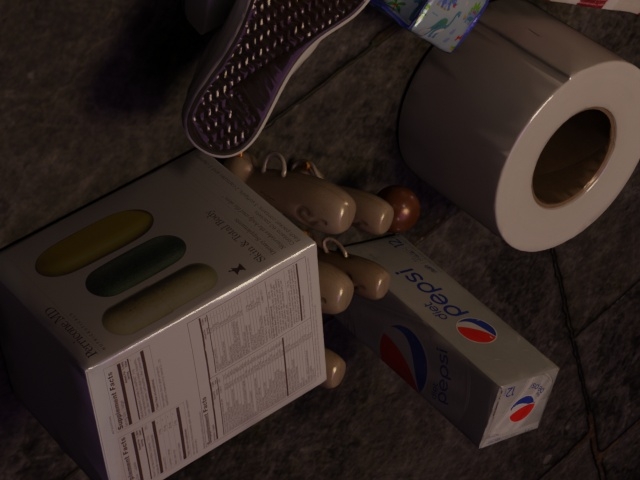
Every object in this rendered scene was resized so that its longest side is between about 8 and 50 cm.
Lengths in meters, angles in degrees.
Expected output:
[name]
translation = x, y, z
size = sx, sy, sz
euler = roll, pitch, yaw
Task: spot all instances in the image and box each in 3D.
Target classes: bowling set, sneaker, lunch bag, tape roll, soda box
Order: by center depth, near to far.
[sneaker]
translation = -0.039, -0.216, 1.588
size = 0.106, 0.123, 0.290
euler = 37, 98, -16
[lunch bag]
translation = 0.130, -0.281, 1.751
size = 0.151, 0.096, 0.129
euler = -57, 156, 8
[bowling set]
translation = 0.000, 0.000, 1.858
size = 0.200, 0.154, 0.287
euler = -40, 145, -45
[tape roll]
translation = 0.233, -0.132, 1.933
size = 0.246, 0.169, 0.246
euler = -26, 136, -28
[soda box]
translation = 0.132, 0.109, 1.935
size = 0.098, 0.286, 0.091
euler = -13, 131, -38

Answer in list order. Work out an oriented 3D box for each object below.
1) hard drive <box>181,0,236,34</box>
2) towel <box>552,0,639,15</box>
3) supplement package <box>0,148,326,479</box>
[hard drive]
translation = 0.016, -0.333, 1.592
size = 0.319, 0.040, 0.210
euler = -32, 161, -23
[towel]
translation = 0.360, -0.338, 1.841
size = 0.329, 0.037, 0.237
euler = 5, 144, -25
[supplement package]
translation = -0.160, 0.081, 1.683
size = 0.263, 0.199, 0.198
euler = -30, 138, -25
